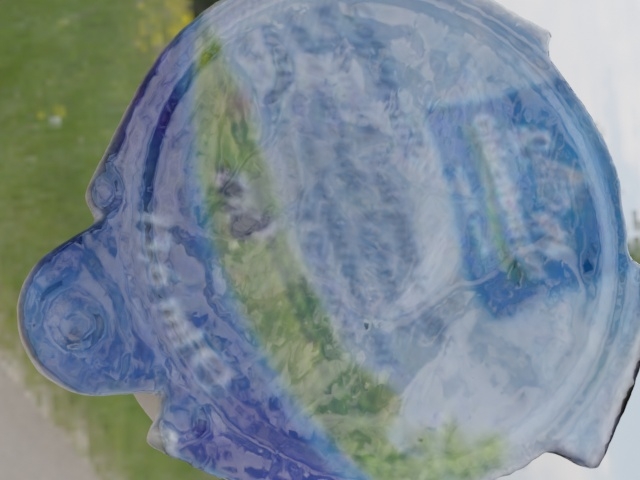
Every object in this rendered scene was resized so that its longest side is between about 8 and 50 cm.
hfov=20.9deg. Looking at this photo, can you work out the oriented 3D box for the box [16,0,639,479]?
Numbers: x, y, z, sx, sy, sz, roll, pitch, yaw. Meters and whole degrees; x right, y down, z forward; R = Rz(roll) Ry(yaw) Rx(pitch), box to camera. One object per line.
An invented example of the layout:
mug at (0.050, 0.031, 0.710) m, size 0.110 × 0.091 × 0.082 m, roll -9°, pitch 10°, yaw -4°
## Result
box at (-0.017, 0.031, 0.848) m, size 0.262 × 0.291 × 0.206 m, roll 66°, pitch -22°, yaw 7°
